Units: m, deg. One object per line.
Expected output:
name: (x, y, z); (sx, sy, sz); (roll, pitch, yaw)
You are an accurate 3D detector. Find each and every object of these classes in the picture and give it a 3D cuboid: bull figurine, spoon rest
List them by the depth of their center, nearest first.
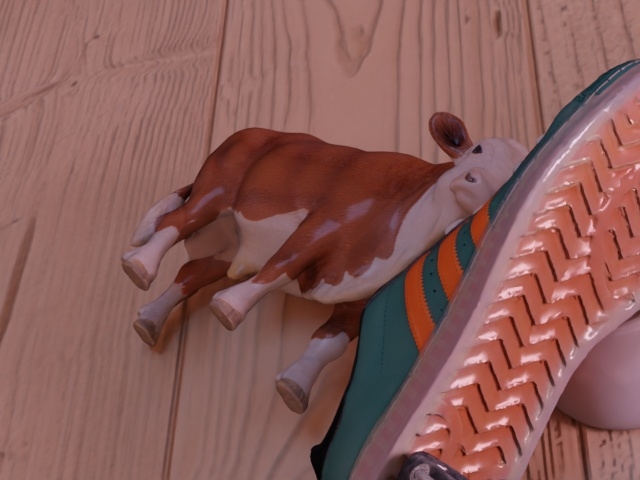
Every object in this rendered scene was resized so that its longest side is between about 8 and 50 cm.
spoon rest: (0.231, -0.001, 1.093); (0.276, 0.084, 0.137); (-47, 35, -7)
bull figurine: (0.000, 0.000, 1.197); (0.188, 0.101, 0.310); (-40, 24, -21)

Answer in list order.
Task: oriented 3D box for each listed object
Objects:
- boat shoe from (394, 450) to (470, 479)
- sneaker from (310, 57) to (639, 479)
boat shoe: (0.130, 0.168, 0.861); (0.306, 0.113, 0.105); (17, 76, 55)
sneaker: (0.090, 0.025, 1.041); (0.302, 0.108, 0.121); (-55, 30, -1)
